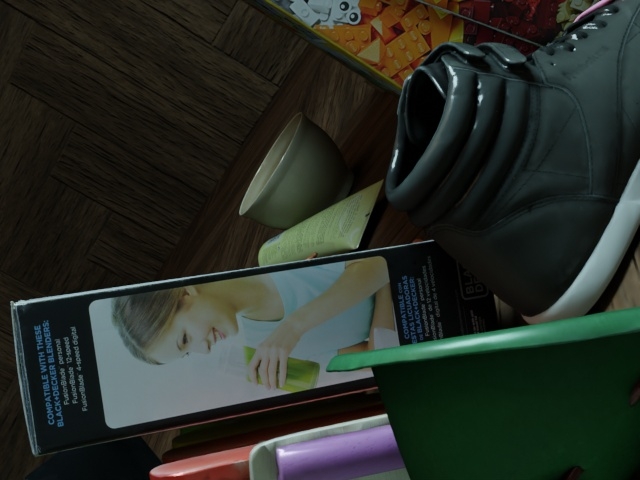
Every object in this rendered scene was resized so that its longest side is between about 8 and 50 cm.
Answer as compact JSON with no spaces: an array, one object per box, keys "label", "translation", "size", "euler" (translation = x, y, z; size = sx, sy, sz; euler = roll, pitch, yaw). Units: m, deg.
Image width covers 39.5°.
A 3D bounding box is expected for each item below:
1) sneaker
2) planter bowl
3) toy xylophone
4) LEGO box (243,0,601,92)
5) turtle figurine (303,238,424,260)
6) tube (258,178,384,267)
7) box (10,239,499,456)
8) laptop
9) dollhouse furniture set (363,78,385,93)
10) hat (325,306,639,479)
[{"label":"sneaker","translation":[0.141,-0.105,0.546],"size":[0.295,0.147,0.104],"euler":[-63,11,-20]},{"label":"planter bowl","translation":[-0.023,-0.078,1.212],"size":[0.162,0.109,0.162],"euler":[-56,12,19]},{"label":"toy xylophone","translation":[-0.041,0.146,0.582],"size":[0.323,0.236,0.081],"euler":[168,94,-66]},{"label":"LEGO box","translation":[0.031,-0.286,0.875],"size":[0.193,0.373,0.500],"euler":[-57,13,9]},{"label":"turtle figurine","translation":[-0.027,0.071,0.810],"size":[0.217,0.087,0.270],"euler":[-18,7,-29]},{"label":"tube","translation":[0.000,0.000,1.083],"size":[0.240,0.062,0.070],"euler":[-29,76,58]},{"label":"box","translation":[-0.049,0.061,0.594],"size":[0.169,0.290,0.087],"euler":[166,96,-71]},{"label":"laptop","translation":[-0.304,0.402,1.190],"size":[0.234,0.137,0.264],"euler":[30,115,51]},{"label":"dollhouse furniture set","translation":[0.061,-0.318,1.271],"size":[0.161,0.182,0.101],"euler":[-54,14,23]},{"label":"hat","translation":[0.092,0.128,0.376],"size":[0.173,0.209,0.183],"euler":[19,-119,-72]}]
